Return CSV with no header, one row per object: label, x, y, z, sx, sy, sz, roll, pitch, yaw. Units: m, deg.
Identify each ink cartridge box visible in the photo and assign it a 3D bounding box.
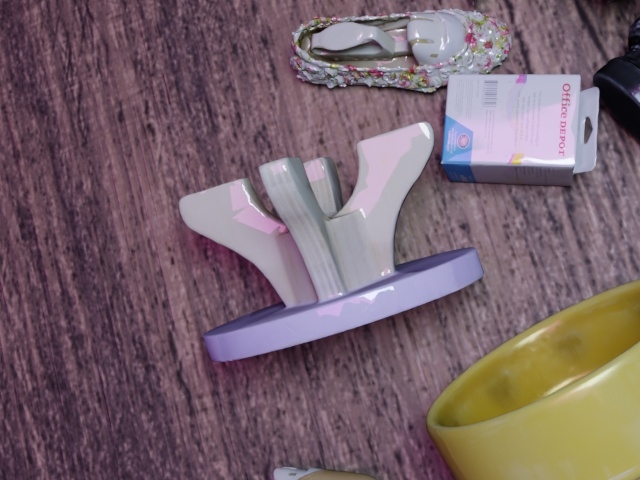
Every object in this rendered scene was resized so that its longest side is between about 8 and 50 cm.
ink cartridge box,0.199,-0.107,0.843,0.143,0.090,0.092,4,82,15

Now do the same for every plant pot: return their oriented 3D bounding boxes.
plant pot,0.254,0.190,0.707,0.254,0.254,0.239,-31,89,8

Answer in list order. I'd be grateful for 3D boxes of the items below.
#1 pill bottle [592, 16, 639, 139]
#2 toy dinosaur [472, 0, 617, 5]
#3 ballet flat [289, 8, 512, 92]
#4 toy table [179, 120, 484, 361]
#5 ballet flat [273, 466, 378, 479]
pill bottle,0.371,-0.192,0.793,0.219,0.123,0.122,-40,73,5
toy dinosaur,0.261,-0.345,0.858,0.201,0.127,0.295,4,69,9
ballet flat,0.078,-0.204,0.900,0.241,0.077,0.091,-4,79,14
toy table,0.000,0.000,0.813,0.275,0.252,0.160,-18,92,0
ballet flat,-0.052,0.268,0.857,0.232,0.080,0.073,-27,60,8
